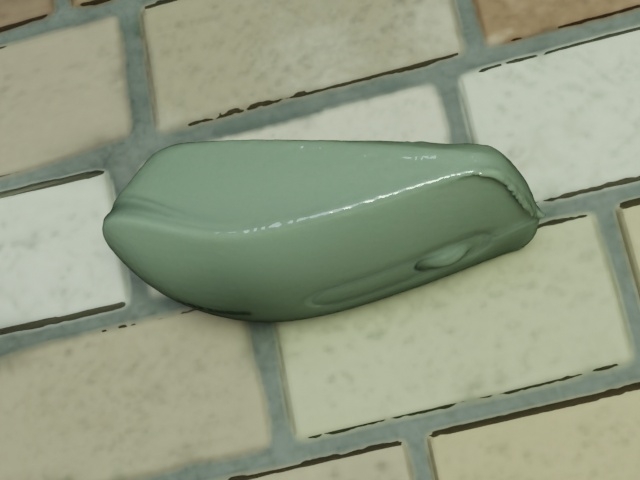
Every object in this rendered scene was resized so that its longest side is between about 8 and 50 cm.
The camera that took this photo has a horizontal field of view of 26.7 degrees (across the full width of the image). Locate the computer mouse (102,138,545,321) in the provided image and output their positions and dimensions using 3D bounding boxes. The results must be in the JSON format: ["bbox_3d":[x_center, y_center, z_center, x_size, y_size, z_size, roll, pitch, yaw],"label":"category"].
[{"bbox_3d":[0.000,0.000,0.700,0.231,0.128,0.079,-2,71,16],"label":"computer mouse"}]
